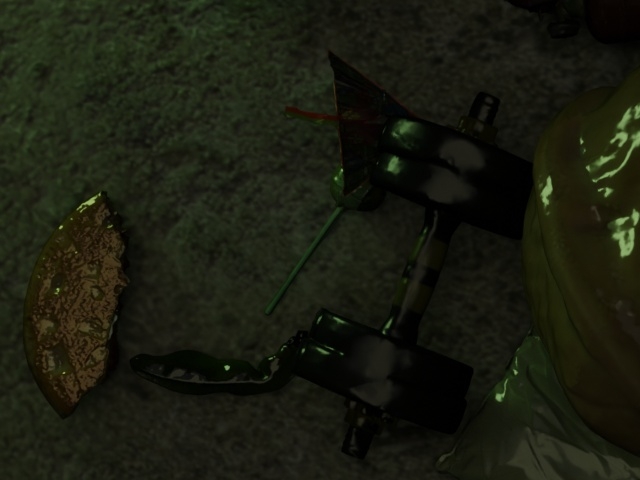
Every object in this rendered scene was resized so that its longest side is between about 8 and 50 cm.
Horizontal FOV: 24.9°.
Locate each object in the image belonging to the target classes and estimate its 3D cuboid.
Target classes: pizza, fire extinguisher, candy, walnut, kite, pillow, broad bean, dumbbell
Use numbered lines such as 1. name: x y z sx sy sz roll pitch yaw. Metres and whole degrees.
1. pizza: -0.262 0.070 1.577 0.127 0.058 0.246 -3 84 10
2. fire extinguisher: 0.352 -0.262 1.455 0.336 0.147 0.107 -8 83 8
3. candy: 0.000 0.000 1.550 0.061 0.061 0.202 37 100 10
4. walnut: 0.343 0.015 1.288 0.381 0.381 0.381 -1 86 9
5. kite: 0.039 -0.127 1.538 0.159 0.010 0.190 0 59 -11
6. pillow: 0.302 0.193 1.465 0.274 0.076 0.281 34 91 12
7. broad bean: -0.105 0.140 1.552 0.195 0.046 0.061 -9 73 4
8. dumbbell: 0.100 0.034 1.457 0.185 0.185 0.388 20 89 10
